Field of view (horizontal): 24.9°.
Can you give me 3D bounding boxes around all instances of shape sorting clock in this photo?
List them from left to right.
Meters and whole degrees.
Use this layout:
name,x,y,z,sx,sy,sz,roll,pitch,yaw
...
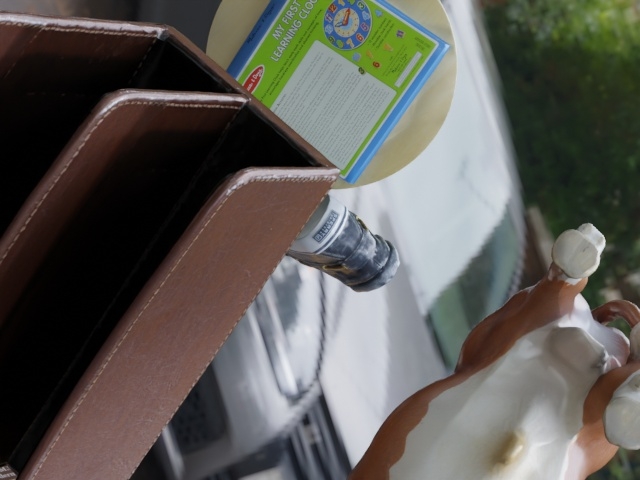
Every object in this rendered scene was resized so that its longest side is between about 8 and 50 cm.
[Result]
name,x,y,z,sx,sy,sz,roll,pitch,yaw
shape sorting clock,0.009,-0.142,1.180,0.040,0.206,0.206,-84,154,-69

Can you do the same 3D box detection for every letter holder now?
name,x,y,z,sx,sy,sz,roll,pitch,yaw
letter holder,-0.167,0.035,0.822,0.152,0.302,0.214,42,20,18

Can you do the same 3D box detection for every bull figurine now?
name,x,y,z,sx,sy,sz,roll,pitch,yaw
bull figurine,0.056,0.134,0.654,0.101,0.310,0.188,33,-18,6

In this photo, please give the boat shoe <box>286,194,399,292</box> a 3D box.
name,x,y,z,sx,sy,sz,roll,pitch,yaw
boat shoe,0.000,0.000,1.214,0.083,0.065,0.183,39,-4,-19

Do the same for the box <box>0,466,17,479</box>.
name,x,y,z,sx,sy,sz,roll,pitch,yaw
box,-0.263,0.306,1.298,0.381,0.143,0.191,30,-66,41
